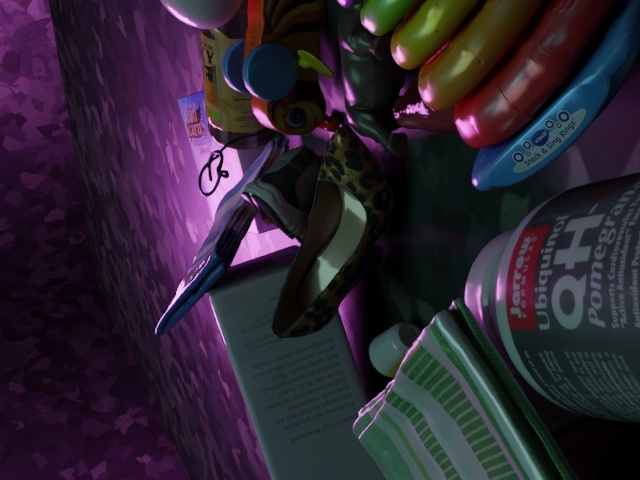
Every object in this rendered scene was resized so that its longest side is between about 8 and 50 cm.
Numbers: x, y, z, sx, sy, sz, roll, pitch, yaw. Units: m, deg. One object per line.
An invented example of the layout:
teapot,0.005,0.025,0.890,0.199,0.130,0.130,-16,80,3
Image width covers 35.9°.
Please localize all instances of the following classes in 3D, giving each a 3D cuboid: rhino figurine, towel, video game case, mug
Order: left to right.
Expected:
towel,-0.142,-0.011,1.423,0.034,0.285,0.209,35,133,-11
video game case,-0.152,-0.139,1.671,0.269,0.061,0.244,7,112,67
rhino figurine,0.057,-0.218,1.066,0.106,0.073,0.243,25,128,59
mug,0.109,0.136,1.256,0.064,0.078,0.062,124,159,-53
towel,0.126,0.211,0.843,0.248,0.038,0.325,58,158,18

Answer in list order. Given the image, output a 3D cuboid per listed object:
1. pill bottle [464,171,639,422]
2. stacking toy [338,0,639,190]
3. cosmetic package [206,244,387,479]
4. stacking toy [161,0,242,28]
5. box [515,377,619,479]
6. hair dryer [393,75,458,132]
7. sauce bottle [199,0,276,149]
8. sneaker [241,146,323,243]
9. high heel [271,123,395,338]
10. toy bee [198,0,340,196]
pill bottle,0.232,0.039,0.682,0.318,0.176,0.176,-15,92,69
stacking toy,0.074,-0.193,0.698,0.302,0.166,0.175,36,135,-8
cosmetic package,-0.019,0.249,1.412,0.230,0.161,0.453,-152,44,-79
stacking toy,-0.176,-0.474,1.123,0.350,0.350,0.480,34,144,58
box,0.185,0.171,0.944,0.127,0.148,0.232,53,152,38
hair dryer,0.135,-0.206,0.909,0.293,0.080,0.224,110,148,-44
sauce bottle,-0.115,-0.296,1.388,0.111,0.111,0.344,50,149,45
sneaker,-0.017,-0.055,1.310,0.100,0.108,0.271,41,180,10
high heel,0.000,0.000,1.177,0.093,0.186,0.261,31,149,31
toy bee,-0.047,-0.205,1.275,0.298,0.162,0.195,-64,33,27
